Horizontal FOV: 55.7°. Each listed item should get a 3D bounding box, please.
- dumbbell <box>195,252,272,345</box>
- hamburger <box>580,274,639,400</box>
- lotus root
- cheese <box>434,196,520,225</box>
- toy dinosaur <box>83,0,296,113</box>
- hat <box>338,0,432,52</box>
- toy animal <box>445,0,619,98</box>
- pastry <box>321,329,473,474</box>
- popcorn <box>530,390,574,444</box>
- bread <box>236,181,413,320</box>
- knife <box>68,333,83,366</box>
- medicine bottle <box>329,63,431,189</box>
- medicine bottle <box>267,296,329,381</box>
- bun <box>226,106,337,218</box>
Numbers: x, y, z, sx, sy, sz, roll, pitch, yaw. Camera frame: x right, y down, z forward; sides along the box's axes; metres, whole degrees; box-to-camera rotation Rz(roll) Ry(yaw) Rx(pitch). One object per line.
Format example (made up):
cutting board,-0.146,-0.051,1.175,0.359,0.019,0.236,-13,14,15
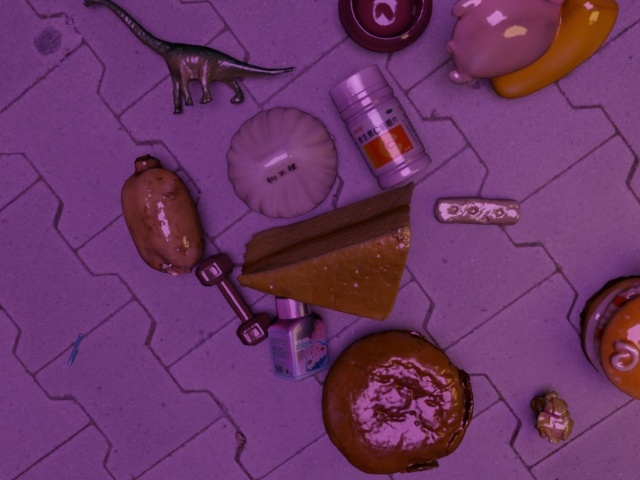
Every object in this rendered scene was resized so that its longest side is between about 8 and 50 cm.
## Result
dumbbell,-0.201,0.138,1.423,0.092,0.082,0.230,-34,94,5
hamburger,0.743,0.204,1.338,0.261,0.186,0.302,27,95,-1
lotus root,-0.360,-0.055,1.374,0.160,0.146,0.284,-15,92,5
cheese,0.361,-0.068,1.395,0.194,0.043,0.064,1,92,4
toy dinosaur,-0.293,-0.448,1.368,0.447,0.087,0.300,-10,89,2
hat,0.140,-0.512,1.331,0.206,0.089,0.205,0,99,-2
toy animal,0.404,-0.456,1.275,0.345,0.277,0.246,-8,67,-7
pastry,0.172,0.375,1.394,0.356,0.164,0.355,1,98,5
popcorn,0.543,0.414,1.414,0.089,0.097,0.109,-27,68,17
bread,0.000,0.000,1.300,0.362,0.233,0.244,10,123,4
knife,-0.605,0.271,1.494,0.014,0.005,0.091,25,97,1
medicine bottle,0.132,-0.249,1.340,0.133,0.133,0.249,-28,94,5
medicine bottle,-0.054,0.217,1.400,0.094,0.119,0.187,-1,99,46
bun,-0.090,-0.170,1.339,0.263,0.175,0.263,1,98,4
